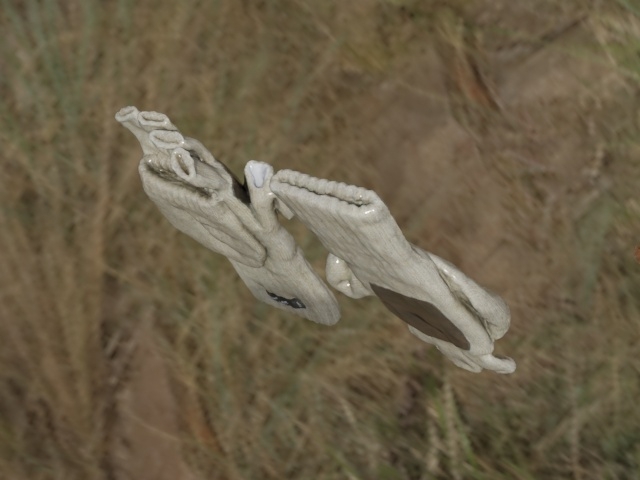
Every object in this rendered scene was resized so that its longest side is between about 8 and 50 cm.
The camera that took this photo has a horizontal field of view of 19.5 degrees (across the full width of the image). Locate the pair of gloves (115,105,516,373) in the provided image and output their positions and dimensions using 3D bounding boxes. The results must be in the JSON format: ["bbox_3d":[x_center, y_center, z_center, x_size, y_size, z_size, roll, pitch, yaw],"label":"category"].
[{"bbox_3d":[0.000,0.000,1.099,0.240,0.204,0.042,16,70,44],"label":"pair of gloves"}]

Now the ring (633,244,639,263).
[{"bbox_3d":[0.349,0.030,1.071,0.336,0.336,0.032,12,96,26],"label":"ring"}]
